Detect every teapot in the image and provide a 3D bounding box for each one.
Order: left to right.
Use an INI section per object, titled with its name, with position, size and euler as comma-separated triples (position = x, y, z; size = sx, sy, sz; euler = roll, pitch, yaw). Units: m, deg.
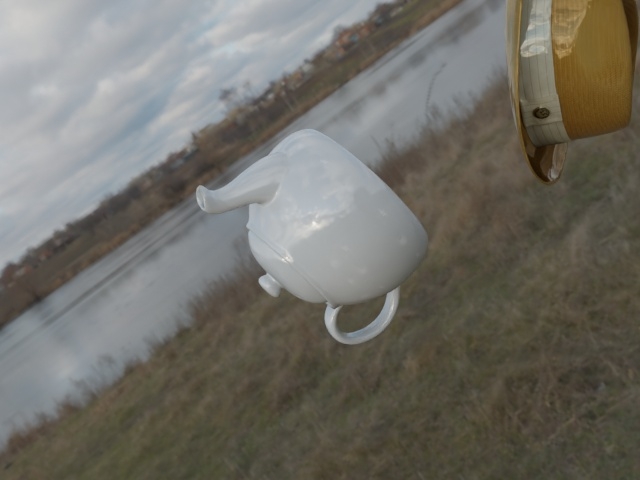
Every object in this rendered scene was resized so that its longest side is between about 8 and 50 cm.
[teapot]
position = 0.000, 0.000, 1.041
size = 0.187, 0.256, 0.252
euler = -48, -11, -4

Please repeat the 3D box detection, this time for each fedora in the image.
[fedora]
position = 0.194, -0.135, 0.614
size = 0.079, 0.194, 0.194
euler = -1, 25, 26
